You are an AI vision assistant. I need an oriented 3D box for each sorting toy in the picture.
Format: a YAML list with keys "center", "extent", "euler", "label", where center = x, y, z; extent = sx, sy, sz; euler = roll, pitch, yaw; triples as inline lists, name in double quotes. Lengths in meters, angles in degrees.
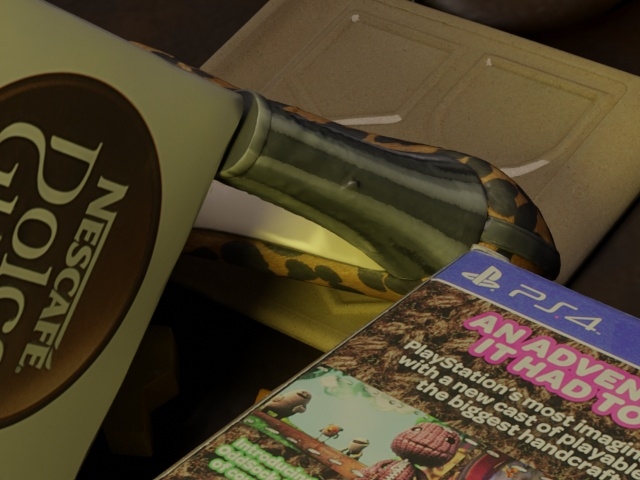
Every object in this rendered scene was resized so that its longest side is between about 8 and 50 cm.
- center: [0.000, 0.000, 0.934]
  extent: [0.229, 0.041, 0.307]
  euler: [26, 58, 29]
  label: "sorting toy"

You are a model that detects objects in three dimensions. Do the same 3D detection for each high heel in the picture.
- center: [-0.022, -0.019, 0.899]
  extent: [0.261, 0.186, 0.093]
  euler: [10, 80, 57]
  label: "high heel"

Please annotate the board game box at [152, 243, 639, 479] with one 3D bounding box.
- center: [0.052, 0.161, 0.637]
  extent: [0.232, 0.141, 0.291]
  euler: [25, 44, 35]
  label: "board game box"

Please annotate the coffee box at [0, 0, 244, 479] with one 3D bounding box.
- center: [-0.298, 0.003, 0.722]
  extent: [0.338, 0.334, 0.337]
  euler: [26, 92, 35]
  label: "coffee box"
